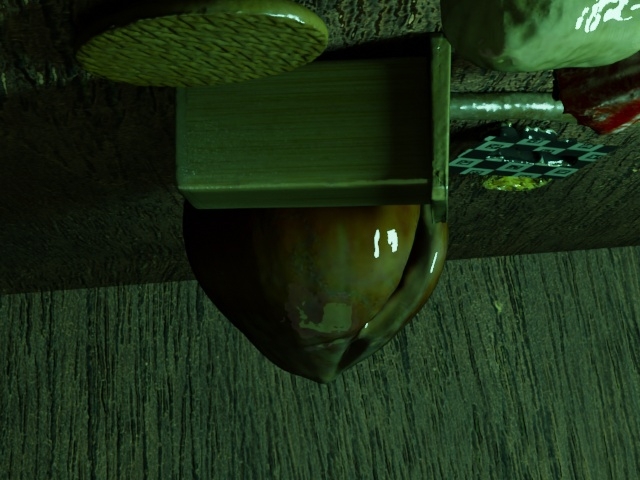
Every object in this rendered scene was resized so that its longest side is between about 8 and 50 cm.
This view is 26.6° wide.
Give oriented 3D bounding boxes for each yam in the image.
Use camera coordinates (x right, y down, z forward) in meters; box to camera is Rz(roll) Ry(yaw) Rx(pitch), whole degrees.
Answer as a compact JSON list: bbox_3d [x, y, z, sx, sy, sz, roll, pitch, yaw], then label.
[{"bbox_3d":[0.286,-0.176,1.794,0.326,0.045,0.045,-1,-157,-19],"label":"yam"}]

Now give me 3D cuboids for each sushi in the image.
[{"bbox_3d":[0.304,-0.144,2.007,0.215,0.051,0.192,3,167,-18],"label":"sushi"}]

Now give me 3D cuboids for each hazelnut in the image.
[{"bbox_3d":[0.000,0.000,1.829,0.359,0.359,0.409,-3,-171,-12],"label":"hazelnut"}]

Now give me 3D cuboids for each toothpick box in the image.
[{"bbox_3d":[-0.003,-0.121,1.551,0.308,0.190,0.187,-1,173,5],"label":"toothpick box"}]

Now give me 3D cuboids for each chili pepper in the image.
[{"bbox_3d":[0.390,-0.192,1.469,0.144,0.136,0.252,39,152,-26],"label":"chili pepper"}]

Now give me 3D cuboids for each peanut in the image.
[{"bbox_3d":[0.213,-0.213,1.190,0.224,0.129,0.129,-10,175,-27],"label":"peanut"}]

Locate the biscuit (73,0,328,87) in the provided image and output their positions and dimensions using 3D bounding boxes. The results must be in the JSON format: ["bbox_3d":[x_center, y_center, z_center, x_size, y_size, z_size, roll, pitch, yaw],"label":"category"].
[{"bbox_3d":[-0.120,-0.202,1.359,0.261,0.037,0.262,-4,172,-1],"label":"biscuit"}]

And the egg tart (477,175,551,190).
[{"bbox_3d":[0.322,-0.117,2.223,0.128,0.049,0.129,-3,166,-1],"label":"egg tart"}]
